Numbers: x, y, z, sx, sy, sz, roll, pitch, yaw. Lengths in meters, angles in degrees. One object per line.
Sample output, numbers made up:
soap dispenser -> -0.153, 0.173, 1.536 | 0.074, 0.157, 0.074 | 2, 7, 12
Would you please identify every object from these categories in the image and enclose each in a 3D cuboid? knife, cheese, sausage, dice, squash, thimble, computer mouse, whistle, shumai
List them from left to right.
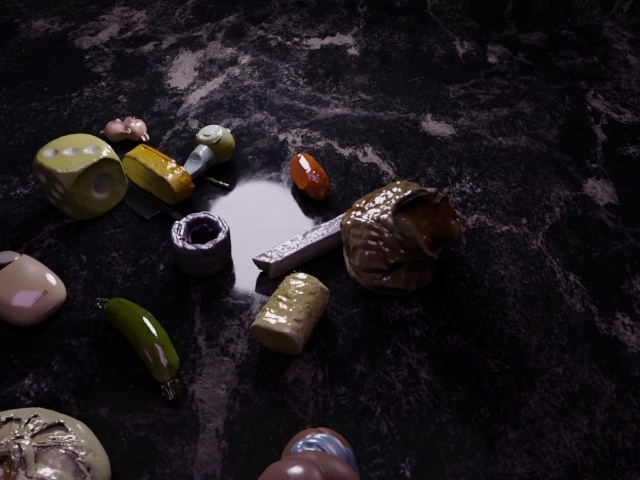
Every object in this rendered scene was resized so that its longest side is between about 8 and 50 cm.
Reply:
computer mouse -> -0.679, 0.101, 1.170 | 0.236, 0.082, 0.145 | 26, 49, 22
dice -> -0.635, -0.170, 1.397 | 0.169, 0.169, 0.166 | 26, 48, 24
squash -> -0.364, 0.198, 1.086 | 0.318, 0.080, 0.071 | 38, 16, 31
knife -> -0.456, -0.084, 1.426 | 0.245, 0.019, 0.072 | 29, 51, 30
thimble -> -0.287, 0.010, 1.269 | 0.149, 0.098, 0.150 | 2, 43, -2
whistle -> -0.329, -0.252, 1.555 | 0.122, 0.123, 0.223 | 20, 59, 19
cheese -> -0.061, 0.153, 1.124 | 0.123, 0.094, 0.167 | 20, 46, 16
sausage -> -0.035, -0.185, 1.496 | 0.089, 0.089, 0.179 | -18, 49, -20
shumai -> 0.198, -0.060, 1.201 | 0.266, 0.262, 0.314 | 21, 53, -4

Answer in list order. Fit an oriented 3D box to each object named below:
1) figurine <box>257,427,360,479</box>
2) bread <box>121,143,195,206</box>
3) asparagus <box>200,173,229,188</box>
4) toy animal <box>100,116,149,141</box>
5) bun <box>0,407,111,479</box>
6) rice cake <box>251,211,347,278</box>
figurine -> 0.030, 0.452, 0.730 | 0.276, 0.248, 0.388 | -27, 60, -31
bread -> -0.453, -0.189, 1.475 | 0.245, 0.102, 0.094 | 29, 50, 28
asparagus -> -0.311, -0.174, 1.527 | 0.114, 0.014, 0.015 | 24, 14, 21
toy animal -> -0.617, -0.348, 1.664 | 0.149, 0.089, 0.084 | -1, 63, -8
bun -> -0.489, 0.381, 0.828 | 0.286, 0.146, 0.287 | -1, 42, 1
rice cake -> 0.000, 0.000, 1.307 | 0.364, 0.073, 0.056 | -25, 52, -26
